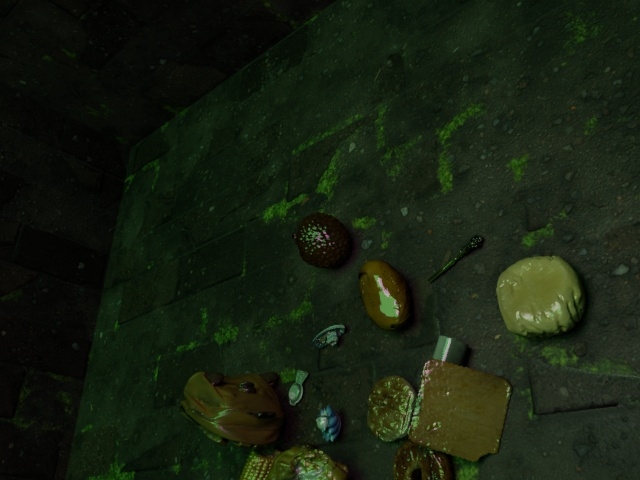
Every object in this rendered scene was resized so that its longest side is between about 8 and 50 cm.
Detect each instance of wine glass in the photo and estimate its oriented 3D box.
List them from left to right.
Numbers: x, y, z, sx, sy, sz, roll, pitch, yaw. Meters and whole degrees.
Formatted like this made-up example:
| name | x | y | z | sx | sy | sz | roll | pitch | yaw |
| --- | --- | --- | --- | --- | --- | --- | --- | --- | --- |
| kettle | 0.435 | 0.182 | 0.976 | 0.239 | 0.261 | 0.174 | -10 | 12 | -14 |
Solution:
| name | x | y | z | sx | sy | sz | roll | pitch | yaw |
| --- | --- | --- | --- | --- | --- | --- | --- | --- | --- |
| wine glass | 0.337 | 0.384 | 1.735 | 0.103 | 0.103 | 0.231 | 8 | 73 | 48 |

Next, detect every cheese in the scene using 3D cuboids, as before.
| name | x | y | z | sx | sy | sz | roll | pitch | yaw |
| --- | --- | --- | --- | --- | --- | --- | --- | --- | --- |
| cheese | -0.080 | 0.510 | 2.167 | 0.067 | 0.026 | 0.121 | 6 | 74 | 48 |
| cheese | 0.567 | 0.141 | 1.618 | 0.213 | 0.117 | 0.226 | -18 | 52 | 33 |

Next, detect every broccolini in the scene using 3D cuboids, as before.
| name | x | y | z | sx | sy | sz | roll | pitch | yaw |
| --- | --- | --- | --- | --- | --- | --- | --- | --- | --- |
| broccolini | 0.406 | 0.056 | 1.901 | 0.218 | 0.044 | 0.042 | -44 | 58 | 29 |

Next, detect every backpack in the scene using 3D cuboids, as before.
| name | x | y | z | sx | sy | sz | roll | pitch | yaw |
| --- | --- | --- | --- | --- | --- | --- | --- | --- | --- |
| backpack | -0.281 | 0.561 | 2.127 | 0.378 | 0.353 | 0.201 | 19 | 97 | 50 |

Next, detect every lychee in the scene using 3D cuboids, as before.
| name | x | y | z | sx | sy | sz | roll | pitch | yaw |
| --- | --- | --- | --- | --- | --- | --- | --- | --- | --- |
| lychee | 0.000 | 0.000 | 2.240 | 0.238 | 0.200 | 0.200 | 7 | 74 | 33 |

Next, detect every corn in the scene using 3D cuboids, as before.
| name | x | y | z | sx | sy | sz | roll | pitch | yaw |
| --- | --- | --- | --- | --- | --- | --- | --- | --- | --- |
| corn | -0.226 | 0.867 | 2.038 | 0.143 | 0.143 | 0.388 | 0 | 71 | 47 |

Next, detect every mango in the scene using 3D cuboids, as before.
| name | x | y | z | sx | sy | sz | roll | pitch | yaw |
| --- | --- | --- | --- | --- | --- | --- | --- | --- | --- |
| mango | 0.204 | 0.168 | 1.963 | 0.151 | 0.156 | 0.249 | -16 | 50 | -3 |

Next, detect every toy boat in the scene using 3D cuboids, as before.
| name | x | y | z | sx | sy | sz | roll | pitch | yaw |
| --- | --- | --- | --- | --- | --- | --- | --- | --- | --- |
| toy boat | 0.031 | 0.328 | 2.121 | 0.140 | 0.059 | 0.066 | -38 | 34 | 25 |

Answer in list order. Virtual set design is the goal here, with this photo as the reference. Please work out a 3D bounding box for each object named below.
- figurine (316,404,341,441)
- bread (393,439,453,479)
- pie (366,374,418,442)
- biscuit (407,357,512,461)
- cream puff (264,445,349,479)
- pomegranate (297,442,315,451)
| name | x | y | z | sx | sy | sz | roll | pitch | yaw |
| --- | --- | --- | --- | --- | --- | --- | --- | --- | --- |
| figurine | 0.026 | 0.584 | 1.972 | 0.114 | 0.079 | 0.115 | -170 | 90 | -71 |
| bread | 0.277 | 0.626 | 1.699 | 0.193 | 0.063 | 0.194 | -19 | 63 | 41 |
| pie | 0.207 | 0.496 | 1.855 | 0.195 | 0.046 | 0.195 | -23 | 54 | 35 |
| biscuit | 0.365 | 0.448 | 1.648 | 0.236 | 0.013 | 0.232 | 13 | 77 | 17 |
| cream puff | -0.032 | 0.735 | 1.869 | 0.281 | 0.185 | 0.282 | 1 | 92 | 26 |
| pomegranate | -0.050 | 0.686 | 2.009 | 0.084 | 0.073 | 0.073 | -44 | 41 | 43 |
